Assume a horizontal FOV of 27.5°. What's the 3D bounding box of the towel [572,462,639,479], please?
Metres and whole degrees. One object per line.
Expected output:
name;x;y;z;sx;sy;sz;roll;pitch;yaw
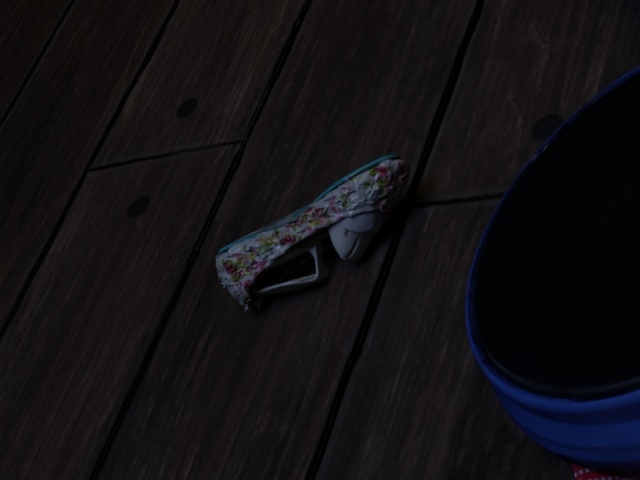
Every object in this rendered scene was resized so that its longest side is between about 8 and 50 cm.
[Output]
towel;0.274;0.235;0.884;0.199;0.031;0.274;-23;40;23

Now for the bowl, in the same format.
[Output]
bowl;0.275;-0.007;1.023;0.391;0.077;0.391;-37;29;25

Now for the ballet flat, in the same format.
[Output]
ballet flat;0.000;0.000;1.343;0.241;0.091;0.077;-30;68;22
